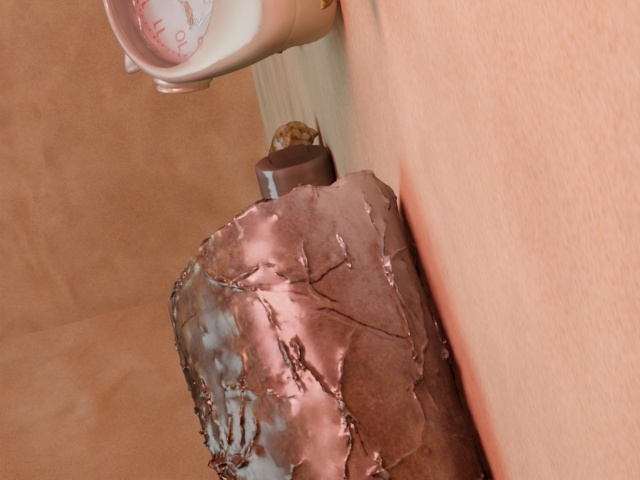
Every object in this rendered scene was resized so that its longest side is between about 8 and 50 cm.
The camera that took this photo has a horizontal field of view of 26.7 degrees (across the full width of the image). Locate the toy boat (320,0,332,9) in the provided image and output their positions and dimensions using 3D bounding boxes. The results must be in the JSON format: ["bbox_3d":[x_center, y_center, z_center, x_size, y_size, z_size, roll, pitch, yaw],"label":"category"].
[{"bbox_3d":[-0.006,-0.275,1.093,0.065,0.066,0.172,133,122,-82],"label":"toy boat"}]

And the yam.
[{"bbox_3d":[0.010,0.132,1.191,0.241,0.241,0.348,82,170,-61],"label":"yam"}]

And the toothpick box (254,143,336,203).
[{"bbox_3d":[-0.022,-0.039,1.955,0.111,0.111,0.181,-114,9,-72],"label":"toothpick box"}]

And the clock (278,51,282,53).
[{"bbox_3d":[-0.083,-0.393,1.964,0.244,0.056,0.245,166,90,-87],"label":"clock"}]

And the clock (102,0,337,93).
[{"bbox_3d":[-0.134,-0.296,1.447,0.324,0.108,0.265,-19,87,50],"label":"clock"}]

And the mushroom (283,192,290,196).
[{"bbox_3d":[0.000,0.000,1.731,0.148,0.112,0.148,39,-146,-32],"label":"mushroom"}]

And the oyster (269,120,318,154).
[{"bbox_3d":[-0.026,-0.031,2.082,0.166,0.094,0.295,11,-110,-85],"label":"oyster"}]
